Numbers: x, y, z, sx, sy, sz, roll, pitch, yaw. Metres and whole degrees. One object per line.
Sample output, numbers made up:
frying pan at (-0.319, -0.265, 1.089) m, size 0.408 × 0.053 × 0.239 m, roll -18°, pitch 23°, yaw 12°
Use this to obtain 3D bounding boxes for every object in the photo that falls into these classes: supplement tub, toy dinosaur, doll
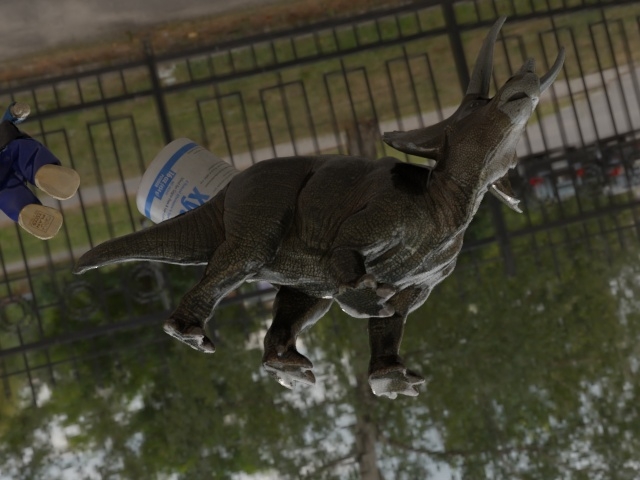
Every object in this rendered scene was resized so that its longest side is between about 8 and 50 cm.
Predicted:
supplement tub at (-0.080, -0.024, 0.720) m, size 0.071 × 0.107 × 0.071 m, roll -55°, pitch 169°, yaw -16°
toy dinosaur at (0.000, 0.000, 0.561) m, size 0.313 × 0.121 × 0.160 m, roll -13°, pitch -139°, yaw 31°
doll at (-0.287, -0.063, 0.859) m, size 0.046 × 0.129 × 0.189 m, roll 19°, pitch -171°, yaw -43°
